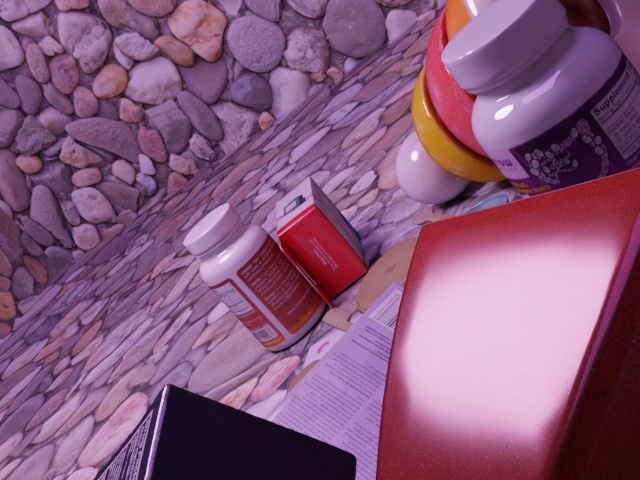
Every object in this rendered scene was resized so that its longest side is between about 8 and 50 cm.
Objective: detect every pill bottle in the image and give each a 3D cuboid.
[{"bbox_3d":[0.260,-0.106,1.184,0.169,0.301,0.169,-38,16,13],"label":"pill bottle"},{"bbox_3d":[-0.101,0.053,1.758,0.121,0.216,0.121,-37,16,13],"label":"pill bottle"}]

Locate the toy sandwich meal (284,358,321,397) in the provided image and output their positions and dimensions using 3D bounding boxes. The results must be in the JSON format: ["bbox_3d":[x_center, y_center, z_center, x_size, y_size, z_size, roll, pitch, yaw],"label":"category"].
[{"bbox_3d":[-0.006,0.168,1.338,0.085,0.029,0.085,-43,17,16],"label":"toy sandwich meal"}]

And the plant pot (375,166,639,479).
[{"bbox_3d":[0.193,0.139,0.814,0.267,0.267,0.235,-16,41,57],"label":"plant pot"}]

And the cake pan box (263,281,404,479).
[{"bbox_3d":[0.077,0.181,1.075,0.246,0.070,0.267,-45,44,-18],"label":"cake pan box"}]

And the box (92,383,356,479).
[{"bbox_3d":[-0.121,0.324,0.897,0.294,0.183,0.296,-51,24,42],"label":"box"}]

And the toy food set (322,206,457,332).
[{"bbox_3d":[0.095,0.046,1.393,0.192,0.038,0.132,-48,18,-7],"label":"toy food set"}]

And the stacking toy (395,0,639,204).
[{"bbox_3d":[0.234,-0.196,1.613,0.480,0.351,0.350,-47,6,49],"label":"stacking toy"}]

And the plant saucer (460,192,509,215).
[{"bbox_3d":[0.182,-0.011,1.401,0.119,0.021,0.119,-38,10,8],"label":"plant saucer"}]

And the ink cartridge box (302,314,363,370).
[{"bbox_3d":[0.097,0.150,1.315,0.324,0.071,0.330,-34,16,23],"label":"ink cartridge box"}]

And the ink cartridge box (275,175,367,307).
[{"bbox_3d":[0.000,0.000,1.816,0.078,0.134,0.231,-38,17,9],"label":"ink cartridge box"}]
